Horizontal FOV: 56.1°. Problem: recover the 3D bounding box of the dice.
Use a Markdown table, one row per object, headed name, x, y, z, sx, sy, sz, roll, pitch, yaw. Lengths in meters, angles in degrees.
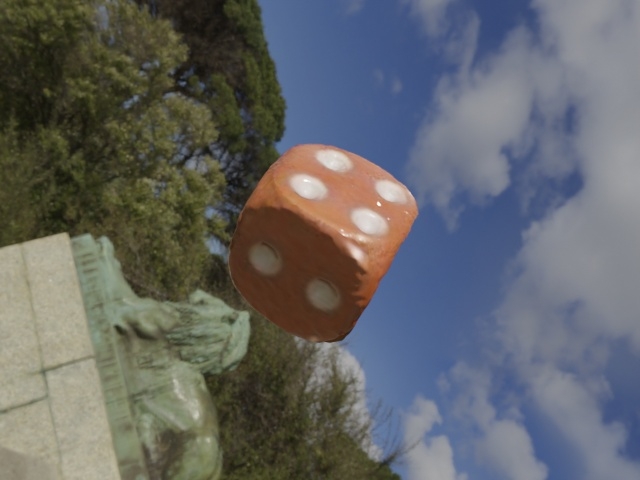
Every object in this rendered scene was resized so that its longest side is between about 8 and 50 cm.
| name | x | y | z | sx | sy | sz | roll | pitch | yaw |
| --- | --- | --- | --- | --- | --- | --- | --- | --- | --- |
| dice | 0.000 | 0.000 | 0.726 | 0.179 | 0.174 | 0.175 | 32 | -51 | 4 |
